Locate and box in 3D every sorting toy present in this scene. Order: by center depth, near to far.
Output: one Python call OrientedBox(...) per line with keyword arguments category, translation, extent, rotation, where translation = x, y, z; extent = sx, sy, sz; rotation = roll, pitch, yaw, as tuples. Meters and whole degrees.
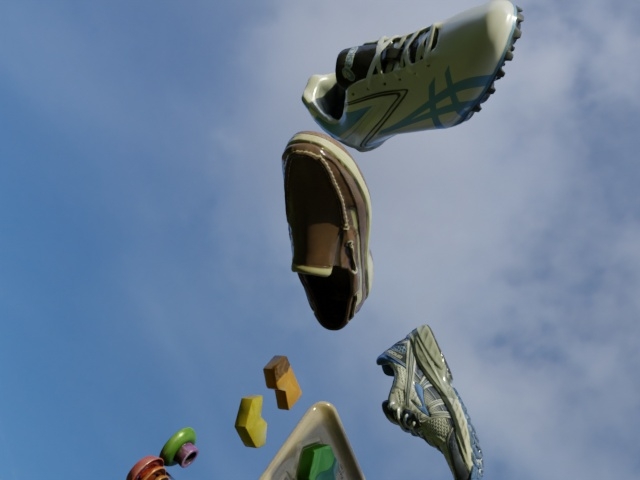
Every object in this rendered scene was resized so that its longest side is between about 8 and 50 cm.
OrientedBox(category="sorting toy", translation=(-0.163, 0.250, 1.153), extent=(0.042, 0.102, 0.061), rotation=(37, -43, 24))
OrientedBox(category="sorting toy", translation=(-0.027, 0.310, 1.316), extent=(0.041, 0.229, 0.307), rotation=(-1, -58, 37))

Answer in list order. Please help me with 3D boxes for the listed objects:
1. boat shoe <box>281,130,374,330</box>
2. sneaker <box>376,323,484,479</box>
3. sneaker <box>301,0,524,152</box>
OrientedBox(category="boat shoe", translation=(0.007, 0.001, 1.173), extent=(0.095, 0.095, 0.257), rotation=(5, -43, 24))
OrientedBox(category="sneaker", translation=(0.079, 0.129, 0.788), extent=(0.052, 0.058, 0.135), rotation=(61, 7, -48))
OrientedBox(category="sneaker", translation=(0.066, -0.131, 0.845), extent=(0.237, 0.086, 0.085), rotation=(-21, -131, 55))
